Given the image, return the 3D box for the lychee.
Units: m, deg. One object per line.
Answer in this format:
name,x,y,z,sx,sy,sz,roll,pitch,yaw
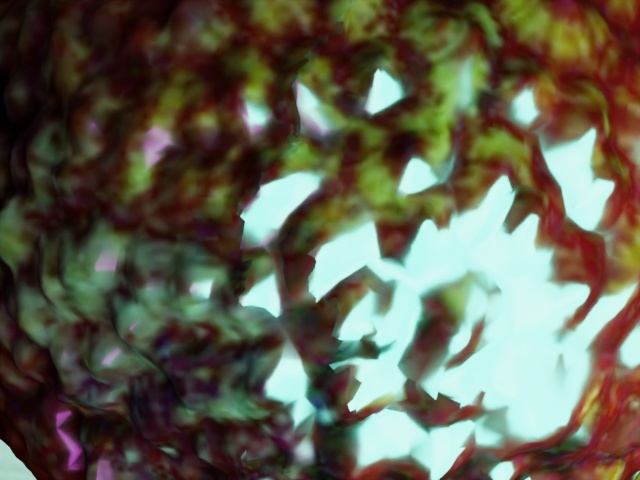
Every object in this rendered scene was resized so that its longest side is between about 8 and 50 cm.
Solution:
lychee,0.000,0.000,0.910,0.424,0.424,0.500,50,62,-30
